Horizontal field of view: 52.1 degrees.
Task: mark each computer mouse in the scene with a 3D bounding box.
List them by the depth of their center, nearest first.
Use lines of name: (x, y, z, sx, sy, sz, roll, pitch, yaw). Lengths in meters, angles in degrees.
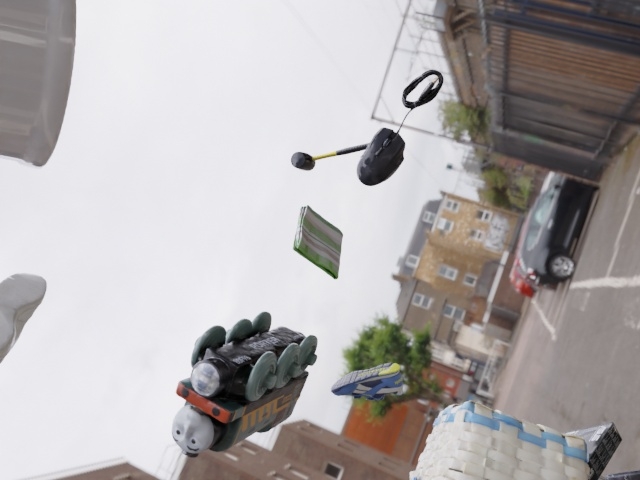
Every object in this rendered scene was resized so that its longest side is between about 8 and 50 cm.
computer mouse: (0.142, -0.204, 1.187, 0.242, 0.071, 0.041, -59, -16, 9)

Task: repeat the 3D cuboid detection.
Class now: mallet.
mallet: (0.025, -0.184, 1.384, 0.062, 0.189, 0.039, -1, -99, -59)

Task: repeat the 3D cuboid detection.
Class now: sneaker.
sneaker: (-0.563, 0.146, 1.178, 0.212, 0.080, 0.094, -83, 17, -54)
sneaker: (0.087, 0.273, 1.212, 0.059, 0.144, 0.053, 68, -156, -11)

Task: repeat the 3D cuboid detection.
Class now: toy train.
toy train: (-0.115, 0.232, 1.057, 0.190, 0.142, 0.334, -70, -18, 8)

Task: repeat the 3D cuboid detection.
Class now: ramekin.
ramekin: (-0.401, -0.232, 0.797, 0.135, 0.277, 0.277, 3, -71, -35)

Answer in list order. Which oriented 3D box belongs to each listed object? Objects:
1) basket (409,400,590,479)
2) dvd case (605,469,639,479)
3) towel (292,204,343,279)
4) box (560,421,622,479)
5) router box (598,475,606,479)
basket: (0.228, 0.379, 0.857, 0.201, 0.254, 0.289, 114, 177, -61)
dvd case: (0.582, 0.494, 1.104, 0.018, 0.164, 0.222, -6, -93, -89)
towel: (0.000, 0.000, 1.304, 0.023, 0.113, 0.152, -46, 20, 28)
box: (0.442, 0.413, 1.220, 0.190, 0.045, 0.184, -21, -9, -47)
router box: (0.623, 0.581, 1.491, 0.122, 0.038, 0.092, 20, 91, 68)
